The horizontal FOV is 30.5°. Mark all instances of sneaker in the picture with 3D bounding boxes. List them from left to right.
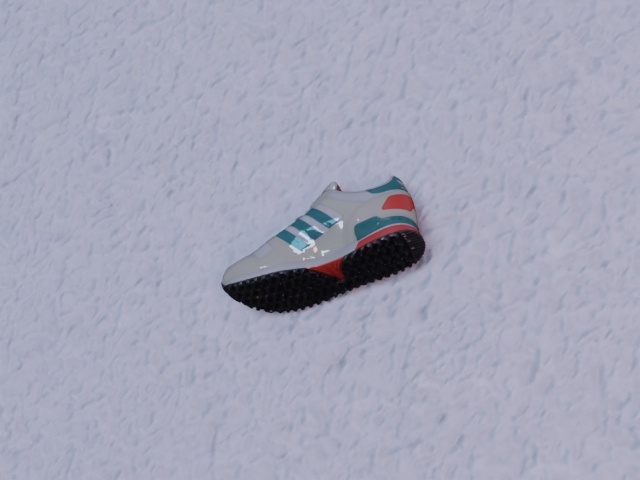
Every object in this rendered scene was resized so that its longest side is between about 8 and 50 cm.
[{"bbox_3d":[0.000,0.000,0.891,0.161,0.057,0.075,-19,51,19],"label":"sneaker"}]
